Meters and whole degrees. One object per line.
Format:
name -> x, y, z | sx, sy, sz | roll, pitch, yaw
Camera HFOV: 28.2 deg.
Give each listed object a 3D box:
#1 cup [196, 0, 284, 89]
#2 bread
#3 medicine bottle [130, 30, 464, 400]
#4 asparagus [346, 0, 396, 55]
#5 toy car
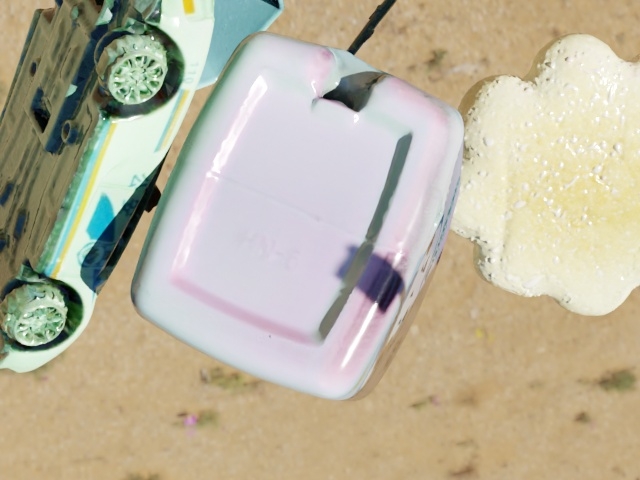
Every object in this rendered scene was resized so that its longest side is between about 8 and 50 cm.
cup -> -0.147, -0.230, 0.906 | 0.148, 0.236, 0.134 | -41, 166, 19
bread -> 0.272, -0.060, 1.313 | 0.316, 0.054, 0.316 | 0, 116, 0
medicine bottle -> 0.000, 0.000, 0.523 | 0.094, 0.119, 0.188 | 23, 175, 8
asparagus -> 0.055, -0.245, 1.466 | 0.233, 0.023, 0.022 | -49, 138, 11
toy car -> -0.091, -0.033, 0.479 | 0.058, 0.093, 0.186 | 5, 123, -38
